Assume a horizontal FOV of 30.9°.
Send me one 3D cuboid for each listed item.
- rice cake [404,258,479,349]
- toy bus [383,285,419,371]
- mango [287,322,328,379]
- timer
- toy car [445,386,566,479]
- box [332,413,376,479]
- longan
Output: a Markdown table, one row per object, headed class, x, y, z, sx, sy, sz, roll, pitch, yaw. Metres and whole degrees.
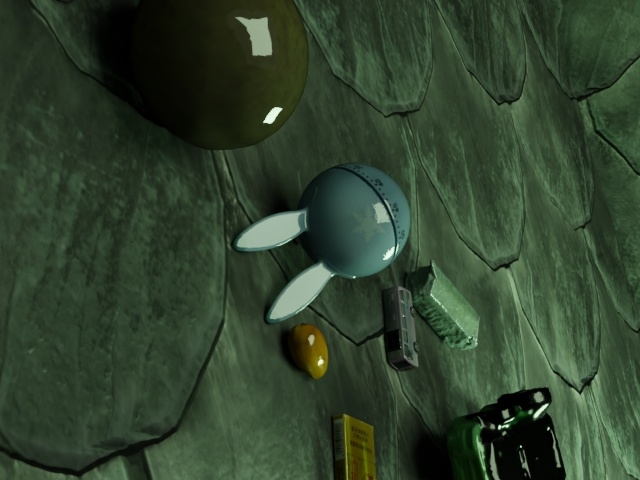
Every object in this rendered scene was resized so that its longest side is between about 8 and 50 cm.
| class | x | y | z | sx | sy | sz | roll | pitch | yaw |
| --- | --- | --- | --- | --- | --- | --- | --- | --- | --- |
| rice cake | 0.208 | 0.114 | 1.963 | 0.206 | 0.063 | 0.069 | 44 | 45 | -42 |
| toy bus | 0.126 | 0.138 | 1.824 | 0.052 | 0.037 | 0.131 | 32 | 48 | -50 |
| mango | -0.015 | 0.150 | 1.549 | 0.060 | 0.046 | 0.089 | -65 | 145 | -49 |
| timer | 0.002 | -0.005 | 1.589 | 0.175 | 0.255 | 0.175 | 59 | -11 | 19 |
| toy car | 0.297 | 0.365 | 1.889 | 0.358 | 0.176 | 0.213 | -5 | 79 | -59 |
| box | 0.049 | 0.323 | 1.595 | 0.089 | 0.022 | 0.156 | 30 | 50 | -52 |
| longan | -0.119 | -0.230 | 1.369 | 0.248 | 0.248 | 0.248 | 38 | 44 | -49 |
